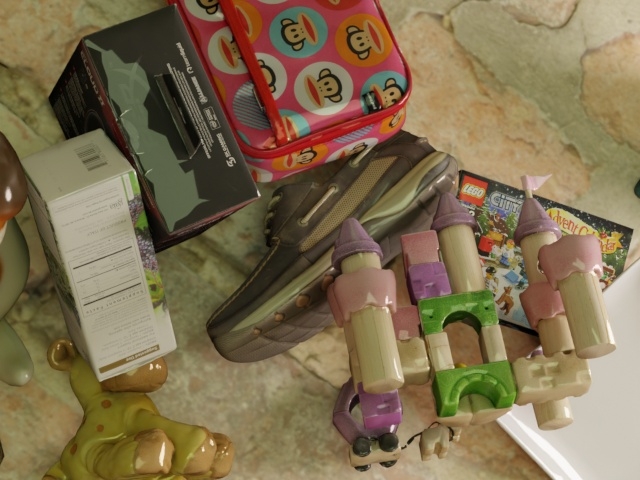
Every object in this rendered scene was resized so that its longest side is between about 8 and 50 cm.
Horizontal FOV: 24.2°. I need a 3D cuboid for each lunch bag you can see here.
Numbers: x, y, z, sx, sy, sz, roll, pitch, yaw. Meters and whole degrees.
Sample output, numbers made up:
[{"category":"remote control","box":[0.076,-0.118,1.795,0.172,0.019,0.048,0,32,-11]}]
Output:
[{"category":"lunch bag","box":[-0.058,-0.219,1.684,0.258,0.120,0.293,-21,73,-9]}]

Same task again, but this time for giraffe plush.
[{"category":"giraffe plush","box":[-0.212,0.182,1.623,0.210,0.181,0.170,-11,74,19]}]

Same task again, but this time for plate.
[{"category":"plate","box":[0.374,0.190,1.768,0.277,0.045,0.278,-42,100,4]}]

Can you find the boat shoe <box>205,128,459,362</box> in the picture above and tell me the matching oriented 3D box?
[{"category":"boat shoe","box":[0.000,0.000,1.706,0.355,0.132,0.130,-39,65,-18]}]

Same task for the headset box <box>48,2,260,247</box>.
[{"category":"headset box","box":[-0.179,-0.105,1.572,0.110,0.293,0.218,-24,89,-19]}]

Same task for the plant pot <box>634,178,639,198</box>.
[{"category":"plant pot","box":[0.528,-0.086,1.776,0.166,0.234,0.165,38,77,-8]}]

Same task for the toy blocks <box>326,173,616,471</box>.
[{"category":"toy blocks","box":[0.144,0.068,1.645,0.289,0.309,0.260,-9,64,-5]}]

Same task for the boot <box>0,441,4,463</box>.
[{"category":"boot","box":[-0.402,0.256,1.616,0.114,0.037,0.106,5,85,-18]}]

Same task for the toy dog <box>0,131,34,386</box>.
[{"category":"toy dog","box":[-0.421,-0.018,1.446,0.285,0.408,0.395,-24,89,-14]}]

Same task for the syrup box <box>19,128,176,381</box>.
[{"category":"syrup box","box":[-0.224,0.018,1.518,0.096,0.093,0.236,-23,129,-17]}]

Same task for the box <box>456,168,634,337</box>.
[{"category":"box","box":[0.247,0.027,1.792,0.233,0.044,0.159,18,80,-11]}]
